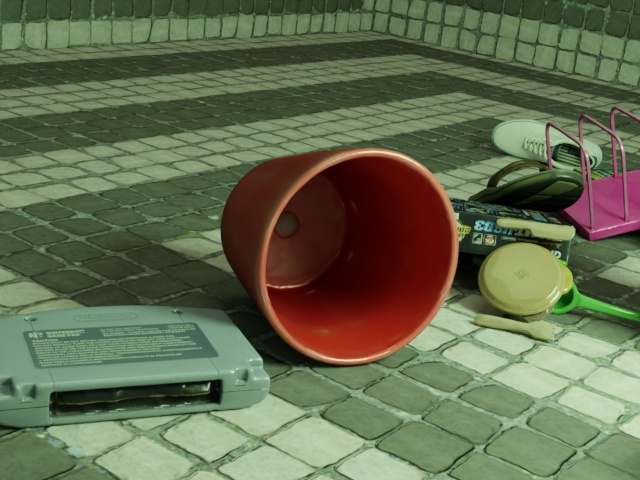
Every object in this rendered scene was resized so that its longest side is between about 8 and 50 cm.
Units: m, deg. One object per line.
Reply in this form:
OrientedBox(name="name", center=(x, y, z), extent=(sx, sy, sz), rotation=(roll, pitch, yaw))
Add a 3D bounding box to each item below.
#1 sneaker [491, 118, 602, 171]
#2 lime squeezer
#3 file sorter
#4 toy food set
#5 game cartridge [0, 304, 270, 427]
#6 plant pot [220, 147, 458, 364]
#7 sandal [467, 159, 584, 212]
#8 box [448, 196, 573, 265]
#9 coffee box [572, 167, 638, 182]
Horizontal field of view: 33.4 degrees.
OrientedBox(name="sneaker", center=(0.520, -0.221, 2.463), extent=(0.258, 0.094, 0.091), rotation=(13, 15, 14))
OrientedBox(name="lime squeezer", center=(0.337, 0.078, 1.598), extent=(0.310, 0.059, 0.110), rotation=(19, -8, 37))
OrientedBox(name="file sorter", center=(0.592, -0.151, 2.003), extent=(0.290, 0.182, 0.202), rotation=(-14, 26, -7))
OrientedBox(name="toy food set", center=(0.293, 0.060, 1.531), extent=(0.132, 0.038, 0.192), rotation=(10, 57, 16))
OrientedBox(name="game cartridge", center=(-0.227, 0.133, 1.197), extent=(0.297, 0.062, 0.198), rotation=(-1, 16, -23))
OrientedBox(name="plant pot", center=(0.000, 0.000, 1.387), extent=(0.275, 0.275, 0.243), rotation=(-2, 12, -26))
OrientedBox(name="sandal", center=(0.349, -0.099, 1.888), extent=(0.120, 0.086, 0.303), rotation=(13, -9, -20))
OrientedBox(name="box", center=(0.246, -0.025, 1.734), extent=(0.293, 0.073, 0.295), rotation=(10, 7, 6))
OrientedBox(name="coffee box", center=(0.646, -0.122, 2.296), extent=(0.184, 0.040, 0.113), rotation=(1, 20, -19))
